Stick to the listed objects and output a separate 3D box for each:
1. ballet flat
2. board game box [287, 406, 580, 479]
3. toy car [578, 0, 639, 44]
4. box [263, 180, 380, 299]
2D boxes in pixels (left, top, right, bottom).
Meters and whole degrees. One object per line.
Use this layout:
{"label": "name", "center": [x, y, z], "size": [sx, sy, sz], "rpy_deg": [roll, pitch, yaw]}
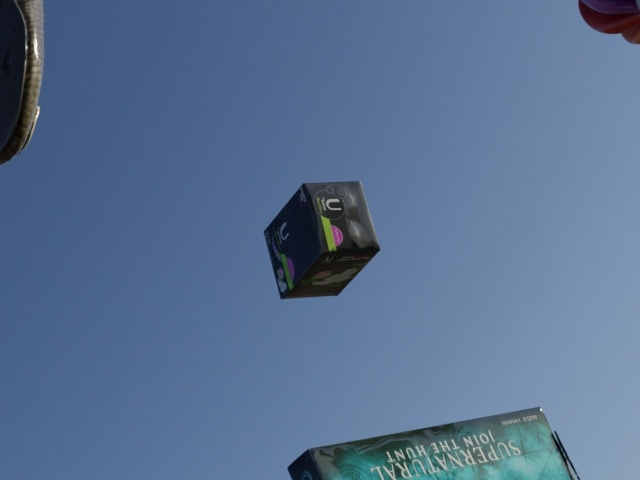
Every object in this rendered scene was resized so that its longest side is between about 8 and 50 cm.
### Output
{"label": "ballet flat", "center": [-0.228, -0.152, 1.306], "size": [0.084, 0.250, 0.058], "rpy_deg": [-32, -42, 25]}
{"label": "board game box", "center": [0.082, 0.165, 0.997], "size": [0.186, 0.126, 0.026], "rpy_deg": [-6, -29, -40]}
{"label": "toy car", "center": [0.313, -0.257, 1.722], "size": [0.136, 0.159, 0.182], "rpy_deg": [-6, -25, 11]}
{"label": "box", "center": [0.000, 0.000, 1.351], "size": [0.052, 0.062, 0.083], "rpy_deg": [-3, -25, -28]}
